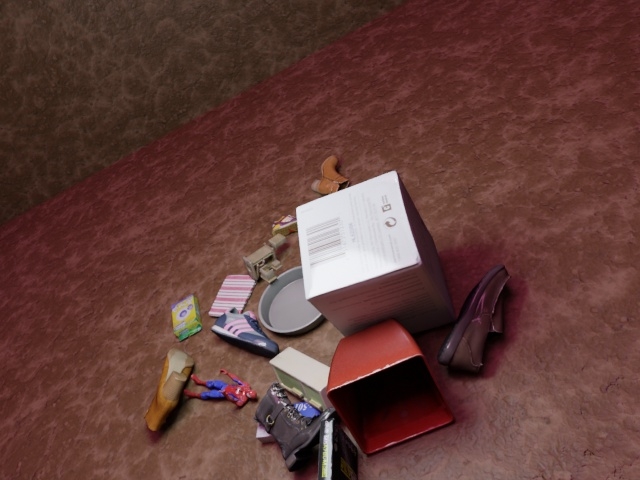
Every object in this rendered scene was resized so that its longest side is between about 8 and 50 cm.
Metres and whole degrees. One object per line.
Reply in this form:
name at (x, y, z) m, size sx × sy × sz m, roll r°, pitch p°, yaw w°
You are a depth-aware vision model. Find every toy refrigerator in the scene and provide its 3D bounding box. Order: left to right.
toy refrigerator at (-0.038, 0.420, 1.731) m, size 0.094 × 0.102 × 0.269 m, roll -33°, pitch 27°, yaw -28°

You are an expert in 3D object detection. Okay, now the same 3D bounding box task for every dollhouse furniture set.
dollhouse furniture set at (-0.170, 0.086, 2.206) m, size 0.182 × 0.101 × 0.161 m, roll -34°, pitch 43°, yaw -26°

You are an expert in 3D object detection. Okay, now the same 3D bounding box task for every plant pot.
plant pot at (0.178, 0.376, 1.597) m, size 0.267 × 0.267 × 0.236 m, roll -24°, pitch 28°, yaw 8°

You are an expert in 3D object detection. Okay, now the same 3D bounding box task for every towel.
towel at (-0.333, 0.216, 2.232) m, size 0.144 × 0.029 × 0.197 m, roll 0°, pitch 49°, yaw 28°

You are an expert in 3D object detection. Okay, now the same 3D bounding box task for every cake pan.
cake pan at (-0.080, 0.216, 2.053) m, size 0.293 × 0.054 × 0.293 m, roll -17°, pitch 42°, yaw 16°

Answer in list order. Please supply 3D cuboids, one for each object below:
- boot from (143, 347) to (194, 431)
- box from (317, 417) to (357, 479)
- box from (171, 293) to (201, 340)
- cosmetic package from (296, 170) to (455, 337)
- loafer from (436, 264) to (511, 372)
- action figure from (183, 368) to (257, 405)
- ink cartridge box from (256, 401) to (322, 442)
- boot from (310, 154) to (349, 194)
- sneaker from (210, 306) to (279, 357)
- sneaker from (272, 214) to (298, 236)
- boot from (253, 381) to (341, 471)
boot at (-0.534, 0.510, 1.999) m, size 0.211 × 0.104 × 0.295 m, roll -59°, pitch 15°, yaw 5°
box at (0.047, 0.587, 1.492) m, size 0.045 × 0.191 × 0.184 m, roll -16°, pitch 42°, yaw 16°
box at (-0.522, 0.302, 2.247) m, size 0.105 × 0.043 × 0.179 m, roll -29°, pitch 42°, yaw 3°
cosmetic package at (0.165, 0.072, 1.713) m, size 0.327 × 0.394 × 0.329 m, roll -20°, pitch 54°, yaw 16°
loafer at (0.468, 0.232, 1.671) m, size 0.130 × 0.134 × 0.366 m, roll 32°, pitch 67°, yaw 10°
action figure at (-0.339, 0.475, 1.893) m, size 0.280 × 0.139 × 0.091 m, roll 0°, pitch 50°, yaw 28°
ink cartridge box at (-0.087, 0.543, 1.732) m, size 0.207 × 0.046 × 0.097 m, roll -13°, pitch 45°, yaw 20°
boot at (0.064, -0.270, 2.447) m, size 0.152 × 0.073 × 0.197 m, roll 16°, pitch 71°, yaw 42°
sneaker at (-0.248, 0.309, 2.017) m, size 0.319 × 0.112 × 0.131 m, roll 13°, pitch 60°, yaw 38°
sneaker at (-0.114, -0.077, 2.358) m, size 0.185 × 0.069 × 0.084 m, roll -15°, pitch 48°, yaw 17°
boot at (-0.079, 0.492, 1.633) m, size 0.263 × 0.091 × 0.229 m, roll -52°, pitch 53°, yaw 18°
